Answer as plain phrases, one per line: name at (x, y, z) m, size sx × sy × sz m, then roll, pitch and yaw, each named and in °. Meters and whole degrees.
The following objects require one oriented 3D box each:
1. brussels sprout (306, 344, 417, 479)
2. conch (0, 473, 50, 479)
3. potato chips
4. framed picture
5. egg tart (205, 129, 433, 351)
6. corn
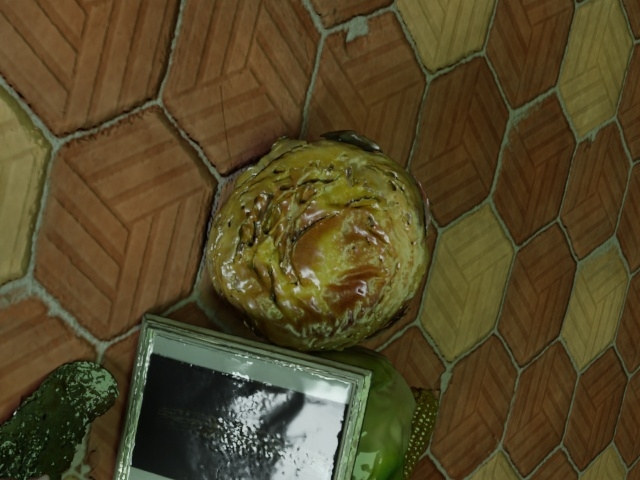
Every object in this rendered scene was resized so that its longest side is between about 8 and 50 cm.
brussels sprout at (0.000, 0.273, 1.393) m, size 0.294 × 0.227 × 0.259 m, roll -39°, pitch 169°, yaw -23°
conch at (-0.363, 0.327, 1.091) m, size 0.255 × 0.158 × 0.127 m, roll -44°, pitch 104°, yaw 0°
potato chips at (-0.311, 0.228, 1.205) m, size 0.209 × 0.026 × 0.142 m, roll -33°, pitch 127°, yaw -38°
framed picture at (-0.099, 0.227, 1.254) m, size 0.018 × 0.293 × 0.231 m, roll -7°, pitch 108°, yaw -74°
egg tart at (0.000, 0.000, 1.376) m, size 0.297 × 0.132 × 0.297 m, roll 0°, pitch 93°, yaw -4°
corn at (0.090, 0.356, 1.651) m, size 0.313 × 0.102 × 0.102 m, roll -60°, pitch 138°, yaw -20°
